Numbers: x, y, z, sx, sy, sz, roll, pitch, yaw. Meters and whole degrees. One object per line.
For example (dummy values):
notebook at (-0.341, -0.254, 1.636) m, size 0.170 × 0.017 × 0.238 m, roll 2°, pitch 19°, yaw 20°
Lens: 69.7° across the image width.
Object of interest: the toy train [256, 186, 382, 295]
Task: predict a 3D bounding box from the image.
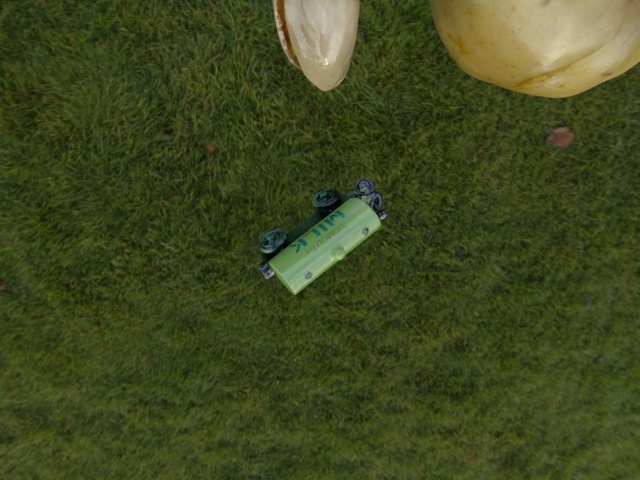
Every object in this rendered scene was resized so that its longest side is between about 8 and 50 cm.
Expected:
toy train at (0.000, 0.000, 0.877) m, size 0.253 × 0.157 × 0.105 m, roll -38°, pitch 127°, yaw -13°

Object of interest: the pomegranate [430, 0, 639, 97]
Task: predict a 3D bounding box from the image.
pomegranate at (0.329, -0.351, 0.600) m, size 0.342 × 0.342 × 0.343 m, roll -4°, pitch 115°, yaw -9°

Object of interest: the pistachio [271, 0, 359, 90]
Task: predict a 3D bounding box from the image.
pistachio at (-0.002, -0.454, 0.911) m, size 0.187 × 0.188 × 0.299 m, roll -16°, pitch 149°, yaw -3°

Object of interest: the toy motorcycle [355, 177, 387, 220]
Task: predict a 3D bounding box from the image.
toy motorcycle at (0.127, -0.080, 1.325) m, size 0.124 × 0.061 × 0.193 m, roll 25°, pitch 89°, yaw 13°
